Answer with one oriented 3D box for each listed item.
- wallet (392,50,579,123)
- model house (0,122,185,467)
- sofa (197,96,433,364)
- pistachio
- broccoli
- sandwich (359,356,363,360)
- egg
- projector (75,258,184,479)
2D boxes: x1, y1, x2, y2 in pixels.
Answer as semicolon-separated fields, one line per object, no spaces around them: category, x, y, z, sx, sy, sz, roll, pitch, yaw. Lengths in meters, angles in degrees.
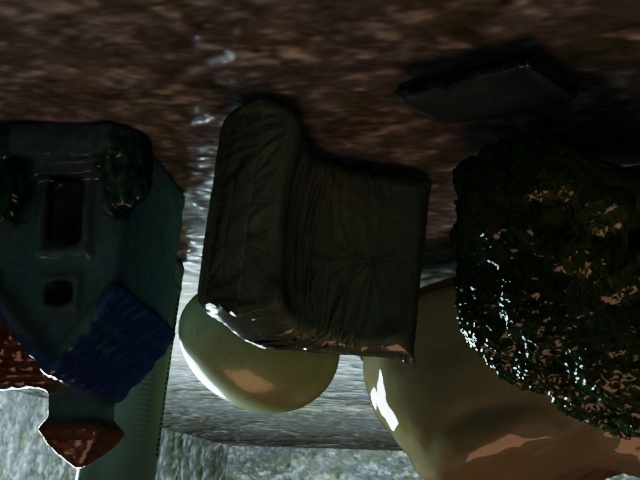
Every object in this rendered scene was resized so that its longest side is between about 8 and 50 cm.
wallet;0.134;-0.124;0.934;0.129;0.026;0.088;-8;162;38
model house;-0.309;0.070;1.225;0.295;0.329;0.252;1;166;10
sofa;0.000;0.000;1.085;0.176;0.210;0.225;4;162;14
pistachio;0.271;0.180;1.425;0.445;0.281;0.365;2;129;18
broccoli;0.255;0.027;1.012;0.283;0.304;0.321;-28;179;2
sandwich;0.097;0.128;1.824;0.116;0.074;0.074;-27;161;-2
egg;-0.088;0.146;1.634;0.254;0.188;0.188;23;157;-31
projector;-0.259;0.187;1.571;0.108;0.337;0.108;6;165;2
